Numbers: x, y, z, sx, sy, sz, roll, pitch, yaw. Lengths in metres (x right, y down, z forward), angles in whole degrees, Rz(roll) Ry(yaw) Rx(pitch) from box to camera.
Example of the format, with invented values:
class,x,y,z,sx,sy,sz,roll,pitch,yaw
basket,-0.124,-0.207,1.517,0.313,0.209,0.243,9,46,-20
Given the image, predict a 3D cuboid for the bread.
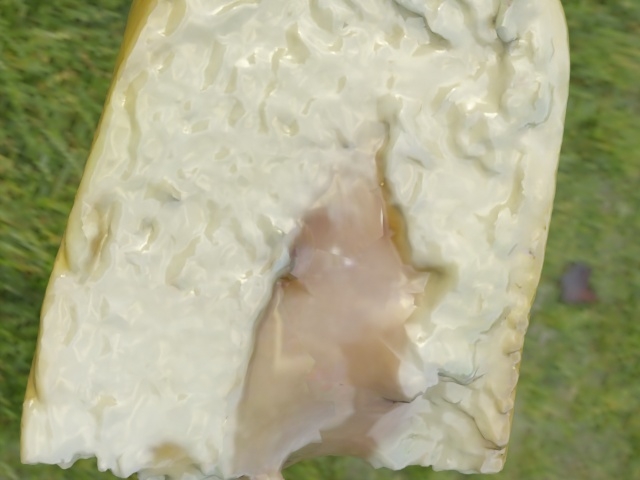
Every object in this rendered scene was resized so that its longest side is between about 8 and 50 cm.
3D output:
class,x,y,z,sx,sy,sz,roll,pitch,yaw
bread,0.003,-0.011,0.783,0.211,0.184,0.224,-4,104,-82
